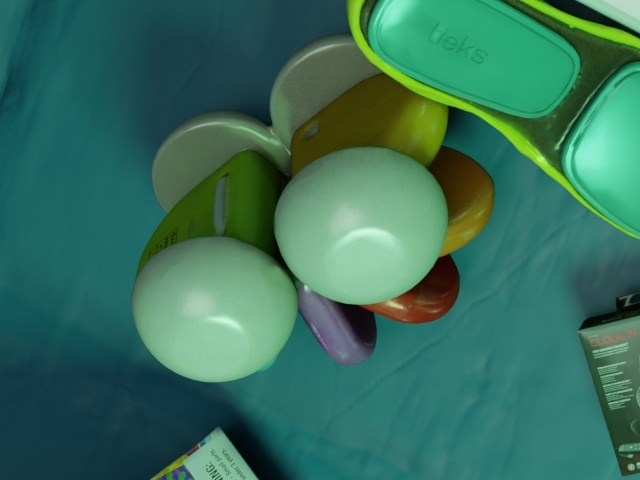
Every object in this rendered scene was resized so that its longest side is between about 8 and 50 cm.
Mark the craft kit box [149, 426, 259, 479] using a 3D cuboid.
[{"bbox_3d":[-0.075,0.264,0.602,0.246,0.061,0.250,-36,82,-24],"label":"craft kit box"}]

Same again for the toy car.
[{"bbox_3d":[0.000,0.000,0.593,0.182,0.159,0.136,-30,124,19],"label":"toy car"}]

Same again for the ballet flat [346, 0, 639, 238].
[{"bbox_3d":[0.107,-0.072,0.548,0.231,0.077,0.077,27,113,-24],"label":"ballet flat"}]

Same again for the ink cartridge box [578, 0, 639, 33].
[{"bbox_3d":[0.134,-0.231,0.470,0.198,0.197,0.270,31,107,14],"label":"ink cartridge box"}]

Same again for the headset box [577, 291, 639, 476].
[{"bbox_3d":[0.165,0.064,0.584,0.062,0.032,0.083,-16,92,21],"label":"headset box"}]
